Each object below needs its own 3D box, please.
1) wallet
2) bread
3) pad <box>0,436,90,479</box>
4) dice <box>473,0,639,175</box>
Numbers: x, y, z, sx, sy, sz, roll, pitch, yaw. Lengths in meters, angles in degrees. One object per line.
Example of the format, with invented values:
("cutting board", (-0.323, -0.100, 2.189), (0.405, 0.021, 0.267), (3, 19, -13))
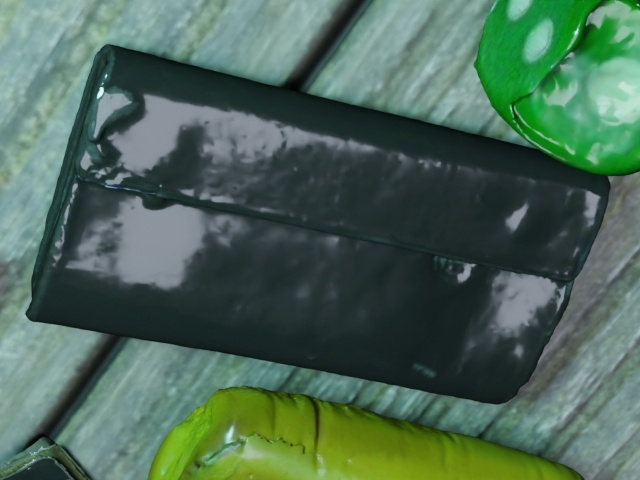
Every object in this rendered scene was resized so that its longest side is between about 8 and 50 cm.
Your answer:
("wallet", (0.000, 0.001, 1.261), (0.406, 0.062, 0.228), (11, 120, -20))
("bread", (0.043, 0.212, 1.383), (0.383, 0.112, 0.166), (15, 121, -23))
("pad", (-0.277, 0.271, 1.404), (0.233, 0.022, 0.174), (-28, 125, 7))
("dice", (0.195, -0.132, 1.184), (0.128, 0.120, 0.131), (21, 119, -26))
